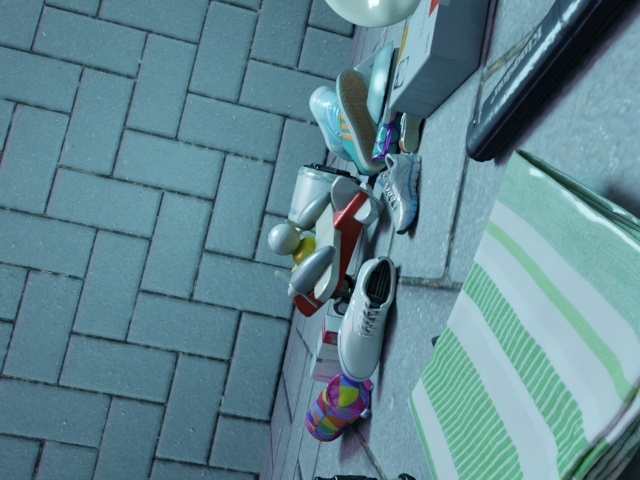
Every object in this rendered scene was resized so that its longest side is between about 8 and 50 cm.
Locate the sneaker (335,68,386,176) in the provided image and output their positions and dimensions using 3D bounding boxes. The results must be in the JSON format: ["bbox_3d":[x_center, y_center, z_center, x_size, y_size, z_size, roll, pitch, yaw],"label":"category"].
[{"bbox_3d":[0.097,-0.325,1.262,0.121,0.108,0.301,154,102,-69],"label":"sneaker"}]

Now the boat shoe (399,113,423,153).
[{"bbox_3d":[0.200,-0.258,0.975,0.043,0.049,0.136,-120,38,-84],"label":"boat shoe"}]

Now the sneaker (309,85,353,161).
[{"bbox_3d":[0.100,-0.345,1.467,0.127,0.319,0.208,-46,46,-2],"label":"sneaker"}]

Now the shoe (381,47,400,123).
[{"bbox_3d":[0.195,-0.354,1.035,0.063,0.081,0.177,160,120,-87],"label":"shoe"}]

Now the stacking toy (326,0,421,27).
[{"bbox_3d":[0.210,-0.863,1.269,0.479,0.351,0.350,-60,-6,-38],"label":"stacking toy"}]

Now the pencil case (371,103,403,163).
[{"bbox_3d":[0.174,-0.271,1.134,0.070,0.065,0.151,34,-113,-82],"label":"pencil case"}]

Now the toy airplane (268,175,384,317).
[{"bbox_3d":[0.000,0.000,1.189,0.386,0.273,0.383,124,158,-73],"label":"toy airplane"}]

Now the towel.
[{"bbox_3d":[0.157,0.110,0.382,0.247,0.038,0.324,-96,16,-63],"label":"towel"}]

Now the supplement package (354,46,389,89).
[{"bbox_3d":[0.154,-0.474,1.343,0.105,0.105,0.179,-42,2,-7],"label":"supplement package"}]

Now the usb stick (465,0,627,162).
[{"bbox_3d":[0.242,-0.195,0.495,0.278,0.045,0.077,113,167,-59],"label":"usb stick"}]

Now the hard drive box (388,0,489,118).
[{"bbox_3d":[0.217,-0.364,0.839,0.232,0.089,0.180,143,139,-79],"label":"hard drive box"}]

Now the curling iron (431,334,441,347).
[{"bbox_3d":[0.175,0.126,0.496,0.274,0.035,0.068,146,137,-80],"label":"curling iron"}]

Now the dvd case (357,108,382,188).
[{"bbox_3d":[0.168,-0.290,1.373,0.179,0.030,0.238,-97,20,-71],"label":"dvd case"}]

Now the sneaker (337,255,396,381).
[{"bbox_3d":[0.093,0.149,0.894,0.091,0.094,0.257,107,174,-69],"label":"sneaker"}]

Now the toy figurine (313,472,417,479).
[{"bbox_3d":[0.066,0.392,0.503,0.213,0.148,0.209,157,120,-79],"label":"toy figurine"}]

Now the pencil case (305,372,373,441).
[{"bbox_3d":[0.036,0.368,0.976,0.236,0.105,0.104,114,167,-52],"label":"pencil case"}]

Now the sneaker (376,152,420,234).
[{"bbox_3d":[0.153,-0.099,0.914,0.071,0.083,0.190,118,162,-61],"label":"sneaker"}]

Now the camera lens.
[{"bbox_3d":[0.006,-0.129,1.609,0.219,0.220,0.273,-108,32,-77],"label":"camera lens"}]

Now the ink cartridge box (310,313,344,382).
[{"bbox_3d":[0.045,0.255,1.029,0.063,0.110,0.150,-91,15,-61],"label":"ink cartridge box"}]

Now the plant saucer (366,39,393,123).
[{"bbox_3d":[0.139,-0.381,1.074,0.195,0.038,0.194,11,-90,-86],"label":"plant saucer"}]
